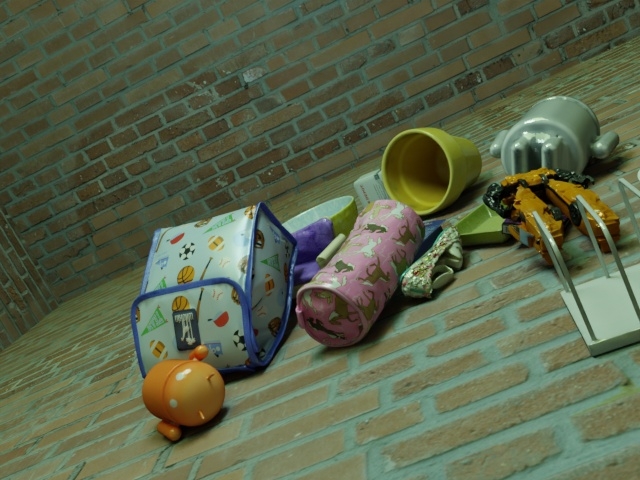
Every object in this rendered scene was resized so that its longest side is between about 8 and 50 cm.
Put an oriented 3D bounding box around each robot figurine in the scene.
[{"bbox_3d":[-0.271,0.297,1.276,0.158,0.128,0.219,-35,15,-35],"label":"robot figurine"},{"bbox_3d":[0.440,-0.060,1.245,0.211,0.085,0.291,-13,25,2],"label":"robot figurine"},{"bbox_3d":[0.578,-0.243,1.612,0.300,0.199,0.353,10,31,31],"label":"robot figurine"}]

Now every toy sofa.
[{"bbox_3d":[-0.100,0.082,1.716,0.363,0.177,0.150,-18,15,31],"label":"toy sofa"}]

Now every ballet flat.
[{"bbox_3d":[0.257,0.053,1.376,0.077,0.091,0.241,20,44,31],"label":"ballet flat"}]

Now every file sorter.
[{"bbox_3d":[0.465,0.002,0.894,0.278,0.173,0.193,-22,13,15],"label":"file sorter"}]

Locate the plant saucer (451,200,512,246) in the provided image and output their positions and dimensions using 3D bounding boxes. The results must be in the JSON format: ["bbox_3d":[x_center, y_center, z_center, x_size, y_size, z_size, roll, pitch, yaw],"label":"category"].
[{"bbox_3d":[0.405,-0.040,1.492,0.188,0.045,0.188,-33,14,-31],"label":"plant saucer"}]

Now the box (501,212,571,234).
[{"bbox_3d":[0.467,-0.056,1.354,0.116,0.029,0.162,11,37,35],"label":"box"}]

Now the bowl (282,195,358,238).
[{"bbox_3d":[0.000,0.000,1.895,0.290,0.156,0.289,-25,12,6],"label":"bowl"}]

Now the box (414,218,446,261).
[{"bbox_3d":[0.224,0.016,1.651,0.225,0.036,0.136,-38,17,-36],"label":"box"}]

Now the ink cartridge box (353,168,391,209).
[{"bbox_3d":[0.237,-0.169,2.123,0.209,0.153,0.087,-18,14,31],"label":"ink cartridge box"}]

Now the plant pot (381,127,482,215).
[{"bbox_3d":[0.353,-0.220,1.933,0.239,0.253,0.254,-18,3,-44],"label":"plant pot"}]

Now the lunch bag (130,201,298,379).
[{"bbox_3d":[-0.250,0.134,1.509,0.328,0.239,0.385,-12,53,25],"label":"lunch bag"}]

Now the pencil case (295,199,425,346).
[{"bbox_3d":[0.091,0.060,1.381,0.167,0.160,0.386,-44,5,41],"label":"pencil case"}]

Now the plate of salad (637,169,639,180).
[{"bbox_3d":[0.720,-0.134,1.234,0.200,0.048,0.199,-18,21,7],"label":"plate of salad"}]
